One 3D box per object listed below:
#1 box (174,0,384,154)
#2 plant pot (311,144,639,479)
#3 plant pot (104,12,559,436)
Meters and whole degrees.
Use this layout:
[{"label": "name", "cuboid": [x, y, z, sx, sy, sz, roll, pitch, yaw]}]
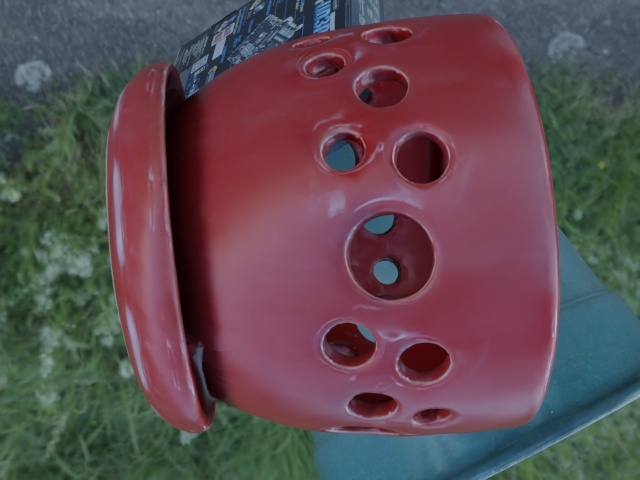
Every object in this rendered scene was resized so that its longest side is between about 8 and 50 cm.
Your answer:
[{"label": "box", "cuboid": [-0.037, -0.119, 0.629, 0.175, 0.220, 0.051, -28, 122, 21]}, {"label": "plant pot", "cuboid": [0.093, 0.053, 0.806, 0.341, 0.334, 0.341, -25, 162, -9]}, {"label": "plant pot", "cuboid": [0.000, 0.000, 0.400, 0.174, 0.191, 0.191, -7, 140, -4]}]
